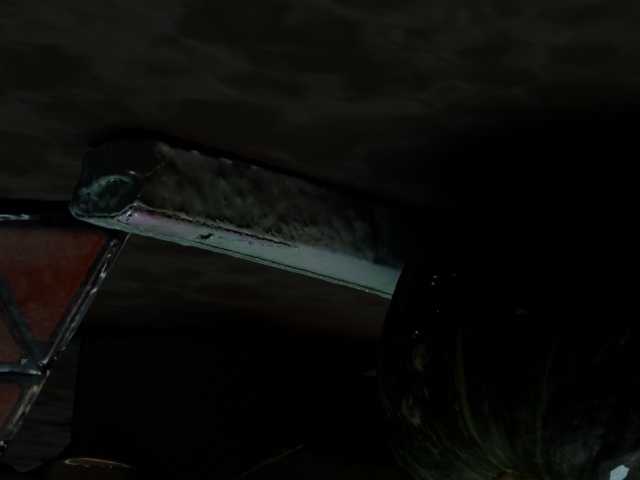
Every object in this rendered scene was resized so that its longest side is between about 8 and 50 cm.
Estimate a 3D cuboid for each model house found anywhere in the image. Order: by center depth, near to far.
[{"bbox_3d":[-0.080,0.152,0.972,0.243,0.211,0.204,10,162,-21],"label":"model house"}]

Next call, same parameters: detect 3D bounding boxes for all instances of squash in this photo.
[{"bbox_3d":[0.112,0.058,0.668,0.193,0.156,0.193,13,127,18],"label":"squash"}]

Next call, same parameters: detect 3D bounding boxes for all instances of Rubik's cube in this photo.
[{"bbox_3d":[-0.189,0.025,0.859,0.190,0.211,0.178,35,-172,4],"label":"Rubik's cube"}]

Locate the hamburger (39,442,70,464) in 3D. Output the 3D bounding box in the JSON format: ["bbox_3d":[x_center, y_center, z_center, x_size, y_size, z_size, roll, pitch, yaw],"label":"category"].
[{"bbox_3d":[-0.047,0.216,1.312,0.260,0.150,0.276,-4,163,31],"label":"hamburger"}]

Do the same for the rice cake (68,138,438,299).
[{"bbox_3d":[0.000,0.000,0.728,0.211,0.034,0.043,15,164,-37],"label":"rice cake"}]
